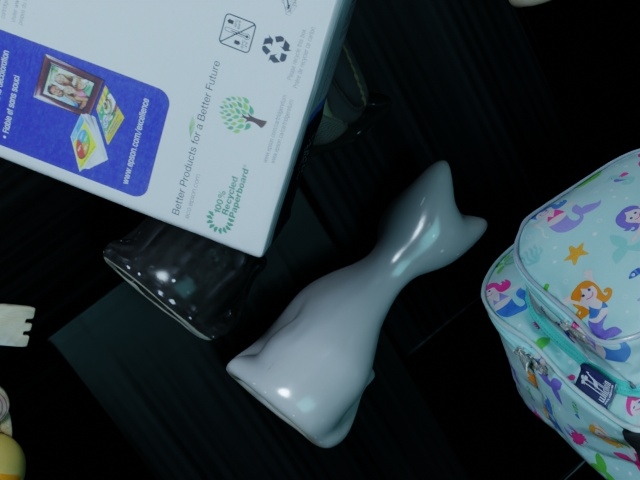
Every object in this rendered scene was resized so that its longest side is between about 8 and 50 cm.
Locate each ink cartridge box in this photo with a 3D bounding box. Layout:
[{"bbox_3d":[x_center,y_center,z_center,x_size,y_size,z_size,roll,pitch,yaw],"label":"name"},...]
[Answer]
[{"bbox_3d":[-0.154,-0.126,0.772,0.333,0.065,0.165,21,119,4],"label":"ink cartridge box"}]

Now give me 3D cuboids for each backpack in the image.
[{"bbox_3d":[0.238,0.047,1.030,0.225,0.253,0.191,-32,117,-11],"label":"backpack"}]

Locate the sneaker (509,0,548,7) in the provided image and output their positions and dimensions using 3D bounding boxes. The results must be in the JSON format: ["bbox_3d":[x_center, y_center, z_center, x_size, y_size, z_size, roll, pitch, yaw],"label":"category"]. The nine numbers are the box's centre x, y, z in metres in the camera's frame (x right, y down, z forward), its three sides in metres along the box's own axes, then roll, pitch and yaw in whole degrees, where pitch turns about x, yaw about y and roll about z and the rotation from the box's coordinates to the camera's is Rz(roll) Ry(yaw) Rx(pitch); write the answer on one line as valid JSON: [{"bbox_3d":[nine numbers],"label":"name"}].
[{"bbox_3d":[0.190,-0.232,1.019,0.188,0.066,0.071,-37,105,-18],"label":"sneaker"}]

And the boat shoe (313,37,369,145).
[{"bbox_3d":[-0.048,-0.220,0.828,0.130,0.132,0.355,-36,116,-19],"label":"boat shoe"}]

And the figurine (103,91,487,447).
[{"bbox_3d":[0.000,0.000,0.982,0.209,0.092,0.215,-49,125,-9],"label":"figurine"}]

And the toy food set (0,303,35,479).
[{"bbox_3d":[-0.246,0.133,0.919,0.132,0.038,0.192,5,106,-30],"label":"toy food set"}]
